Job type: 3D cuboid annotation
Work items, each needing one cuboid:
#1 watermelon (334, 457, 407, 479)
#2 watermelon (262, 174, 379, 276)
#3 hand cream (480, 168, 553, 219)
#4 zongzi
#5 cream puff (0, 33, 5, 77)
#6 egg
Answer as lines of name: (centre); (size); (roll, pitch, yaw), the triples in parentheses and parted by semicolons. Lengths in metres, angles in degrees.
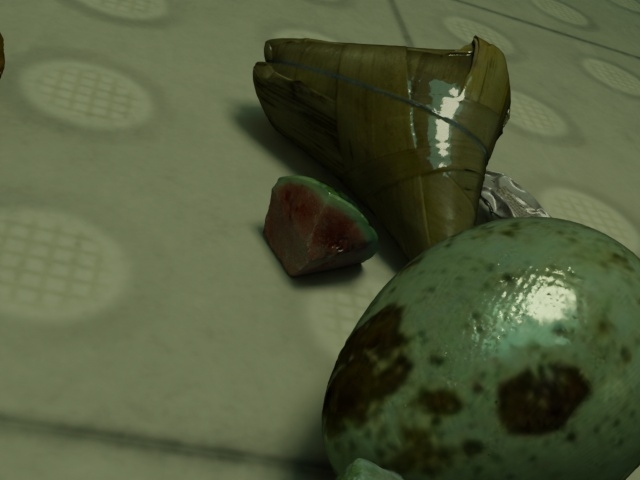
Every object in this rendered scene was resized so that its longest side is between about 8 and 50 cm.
watermelon: (0.099, 0.195, 0.357); (0.241, 0.094, 0.154); (25, 4, -19)
watermelon: (0.000, -0.004, 0.650); (0.092, 0.072, 0.084); (48, 2, -36)
hand cream: (0.172, -0.019, 0.775); (0.257, 0.050, 0.084); (43, 35, 24)
zongzi: (0.034, -0.059, 0.729); (0.228, 0.115, 0.256); (7, 67, 17)
cream puff: (-0.300, -0.137, 0.605); (0.144, 0.103, 0.126); (-17, 63, -44)
egg: (0.102, 0.077, 0.484); (0.231, 0.169, 0.169); (-20, 51, -32)
